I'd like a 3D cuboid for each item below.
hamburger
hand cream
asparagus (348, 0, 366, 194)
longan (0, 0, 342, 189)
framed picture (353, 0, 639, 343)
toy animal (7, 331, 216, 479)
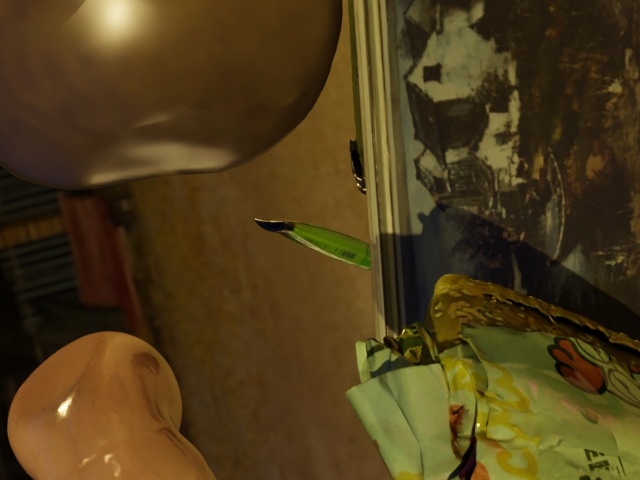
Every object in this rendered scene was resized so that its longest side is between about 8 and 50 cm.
[{"bbox_3d":[0.113,0.094,0.888,0.214,0.125,0.235,33,-158,-20],"label":"hamburger"},{"bbox_3d":[0.000,0.000,1.350,0.036,0.122,0.023,8,82,48],"label":"hand cream"},{"bbox_3d":[0.085,-0.224,1.654,0.128,0.108,0.381,11,121,27],"label":"asparagus"},{"bbox_3d":[-0.097,-0.122,0.812,0.198,0.212,0.198,5,-90,-72],"label":"longan"},{"bbox_3d":[0.128,-0.055,1.001,0.019,0.232,0.296,-5,-89,-64],"label":"framed picture"},{"bbox_3d":[-0.156,0.170,1.239,0.154,0.166,0.250,63,176,-38],"label":"toy animal"}]
